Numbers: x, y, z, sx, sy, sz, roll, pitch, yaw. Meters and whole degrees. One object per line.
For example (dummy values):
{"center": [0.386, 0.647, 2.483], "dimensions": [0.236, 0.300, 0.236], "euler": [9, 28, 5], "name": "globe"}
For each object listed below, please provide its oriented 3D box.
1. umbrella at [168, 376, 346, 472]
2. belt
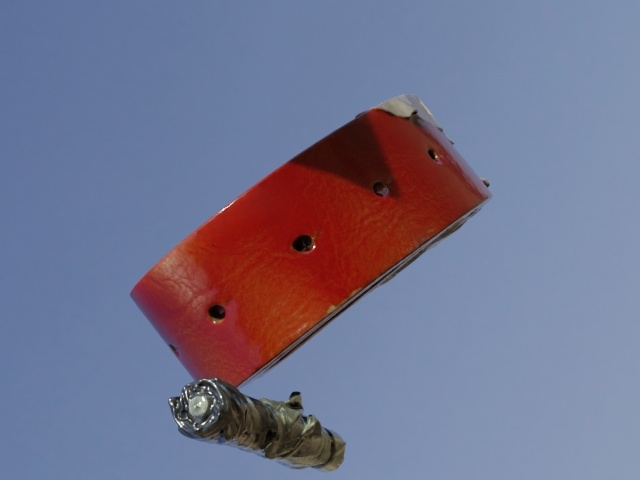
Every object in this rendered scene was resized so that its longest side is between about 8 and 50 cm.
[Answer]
{"center": [-0.033, 0.124, 1.137], "dimensions": [0.050, 0.046, 0.188], "euler": [-60, -33, 1], "name": "umbrella"}
{"center": [0.000, 0.000, 1.287], "dimensions": [0.227, 0.115, 0.324], "euler": [-38, -3, 41], "name": "belt"}
